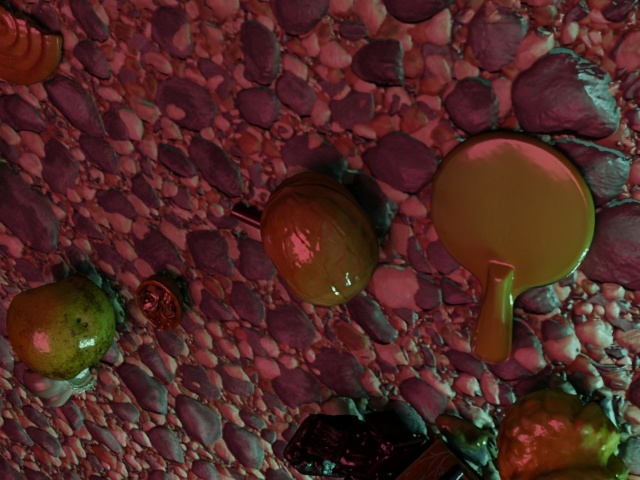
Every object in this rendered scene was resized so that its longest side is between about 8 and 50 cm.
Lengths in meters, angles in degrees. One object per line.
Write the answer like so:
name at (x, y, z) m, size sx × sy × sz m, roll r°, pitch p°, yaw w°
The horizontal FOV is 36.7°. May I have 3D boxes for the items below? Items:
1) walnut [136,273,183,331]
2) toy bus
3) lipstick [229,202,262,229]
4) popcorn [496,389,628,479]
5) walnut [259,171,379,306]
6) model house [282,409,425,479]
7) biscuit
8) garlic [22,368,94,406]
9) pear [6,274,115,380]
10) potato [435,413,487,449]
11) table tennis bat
walnut at (-0.278, 0.105, 1.725) m, size 0.091 × 0.052 × 0.121 m, roll 20°, pitch 132°, yaw 18°
toy bus at (0.250, 0.476, 1.524) m, size 0.162 × 0.194 × 0.323 m, roll -44°, pitch 105°, yaw 3°
lipstick at (-0.061, -0.013, 1.520) m, size 0.176 × 0.027 × 0.027 m, roll 25°, pitch 132°, yaw 14°
popcorn at (0.341, 0.332, 1.398) m, size 0.200 × 0.203 × 0.226 m, roll 29°, pitch 116°, yaw -2°
walnut at (0.000, 0.000, 1.395) m, size 0.165 × 0.165 × 0.197 m, roll -21°, pitch 111°, yaw 41°
model house at (0.059, 0.355, 1.607) m, size 0.164 × 0.203 × 0.141 m, roll 10°, pitch 96°, yaw 60°
biscuit at (-0.522, -0.325, 1.581) m, size 0.224 × 0.033 × 0.144 m, roll 29°, pitch 132°, yaw 12°
garlic at (-0.562, 0.259, 1.982) m, size 0.194 × 0.127 × 0.131 m, roll 22°, pitch 138°, yaw 44°
pear at (-0.480, 0.167, 1.797) m, size 0.197 × 0.197 × 0.197 m, roll 17°, pitch 129°, yaw 22°
potato at (0.227, 0.313, 1.562) m, size 0.092 × 0.045 × 0.046 m, roll 22°, pitch 102°, yaw 13°
table tennis bat at (0.256, 0.018, 1.330) m, size 0.224 × 0.054 × 0.368 m, roll 14°, pitch 124°, yaw 22°
